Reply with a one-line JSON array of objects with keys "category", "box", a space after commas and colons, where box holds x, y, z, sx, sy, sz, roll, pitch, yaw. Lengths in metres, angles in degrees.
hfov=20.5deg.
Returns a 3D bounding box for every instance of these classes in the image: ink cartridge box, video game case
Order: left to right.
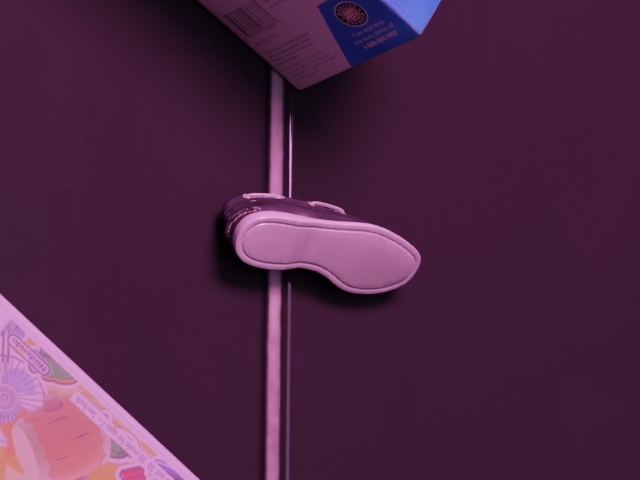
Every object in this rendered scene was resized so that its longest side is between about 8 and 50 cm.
[{"category": "video game case", "box": [-0.153, 0.164, 0.887, 0.227, 0.026, 0.206, 46, 54, -16]}, {"category": "ink cartridge box", "box": [-0.045, -0.196, 0.978, 0.231, 0.134, 0.078, 41, 63, -19]}]

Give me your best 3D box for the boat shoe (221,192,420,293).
[{"category": "boat shoe", "box": [0.000, 0.000, 1.022, 0.125, 0.038, 0.046, 8, 119, -29]}]
